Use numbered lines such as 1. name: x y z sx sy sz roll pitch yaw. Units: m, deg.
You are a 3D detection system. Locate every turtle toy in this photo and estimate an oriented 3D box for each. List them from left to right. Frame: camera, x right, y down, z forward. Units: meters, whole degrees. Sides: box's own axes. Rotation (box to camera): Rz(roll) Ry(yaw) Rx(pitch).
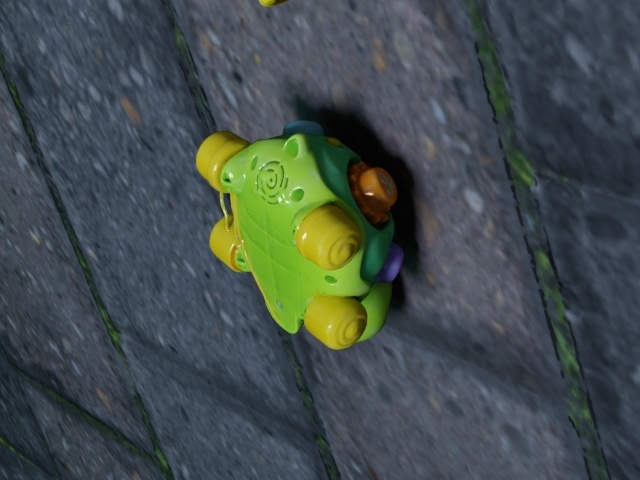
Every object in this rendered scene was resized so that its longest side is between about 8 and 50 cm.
1. turtle toy: 0.000 0.000 0.822 0.095 0.066 0.130 38 149 36

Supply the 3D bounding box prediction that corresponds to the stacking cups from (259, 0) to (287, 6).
1. stacking cups: -0.058 -0.236 0.620 0.316 0.096 0.096 59 155 -3
